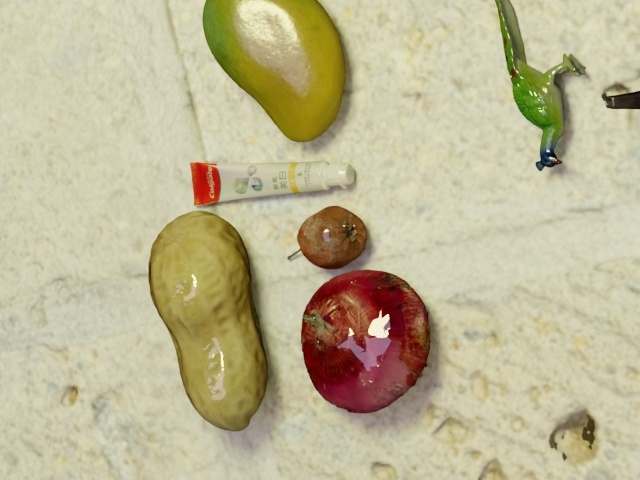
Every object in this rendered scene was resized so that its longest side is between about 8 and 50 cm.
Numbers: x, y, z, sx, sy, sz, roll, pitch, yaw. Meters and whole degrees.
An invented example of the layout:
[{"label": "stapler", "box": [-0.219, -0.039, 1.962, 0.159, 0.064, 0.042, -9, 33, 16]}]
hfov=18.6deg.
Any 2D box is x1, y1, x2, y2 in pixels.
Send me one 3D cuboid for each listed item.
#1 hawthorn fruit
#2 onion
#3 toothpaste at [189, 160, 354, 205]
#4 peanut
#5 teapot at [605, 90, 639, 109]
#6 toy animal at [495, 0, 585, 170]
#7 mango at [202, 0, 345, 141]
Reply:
[{"label": "hawthorn fruit", "box": [0.000, 0.000, 2.044, 0.103, 0.066, 0.067, -12, 90, 50]}, {"label": "onion", "box": [0.031, 0.096, 1.988, 0.150, 0.140, 0.150, -6, 75, 26]}, {"label": "toothpaste", "box": [-0.054, -0.065, 2.071, 0.190, 0.031, 0.048, -3, 97, 26]}, {"label": "peanut", "box": [-0.117, 0.086, 2.061, 0.110, 0.120, 0.236, -10, 84, -15]}, {"label": "teapot", "box": [0.360, -0.135, 1.850, 0.177, 0.096, 0.087, -1, 94, 23]}, {"label": "toy animal", "box": [0.217, -0.181, 1.939, 0.075, 0.041, 0.217, -20, 82, 25]}, {"label": "mango", "box": [-0.041, -0.201, 2.027, 0.122, 0.085, 0.191, -44, 87, 10]}]
